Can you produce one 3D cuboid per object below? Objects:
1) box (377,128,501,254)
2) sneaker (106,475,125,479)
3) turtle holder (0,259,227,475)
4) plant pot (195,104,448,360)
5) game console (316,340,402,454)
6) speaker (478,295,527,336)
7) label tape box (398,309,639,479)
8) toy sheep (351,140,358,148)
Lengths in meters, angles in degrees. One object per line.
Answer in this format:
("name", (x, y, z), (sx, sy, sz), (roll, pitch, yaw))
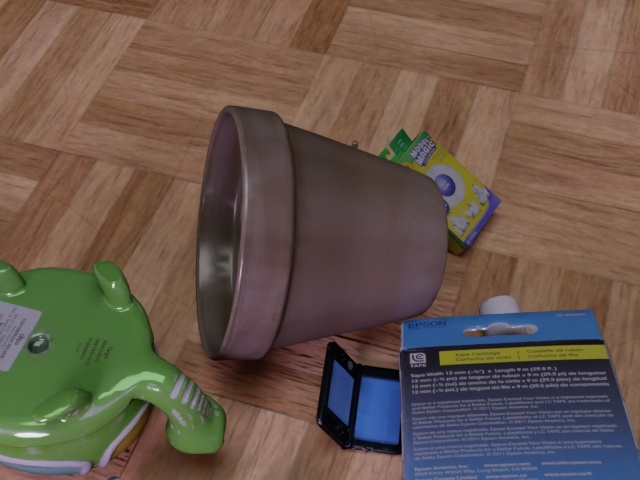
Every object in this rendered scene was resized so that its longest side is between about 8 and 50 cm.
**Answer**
("box", (0.162, -0.077, 1.448), (0.179, 0.043, 0.105), (40, 60, -2))
("sneaker", (-0.217, 0.407, 1.089), (0.131, 0.112, 0.319), (6, 53, 11))
("turtle holder", (-0.287, 0.161, 1.213), (0.320, 0.227, 0.243), (-11, 51, -7))
("plant pot", (0.000, 0.000, 1.309), (0.280, 0.323, 0.323), (4, 50, -17))
("game console", (0.055, 0.196, 1.271), (0.071, 0.107, 0.122), (-15, 46, 28))
("speaker", (0.247, 0.139, 1.314), (0.055, 0.055, 0.136), (-7, 52, -3))
("label tape box", (0.217, 0.224, 1.155), (0.249, 0.115, 0.348), (-3, 30, 5))
("toy sheep", (0.054, -0.090, 1.483), (0.091, 0.091, 0.132), (-28, 47, -18))
